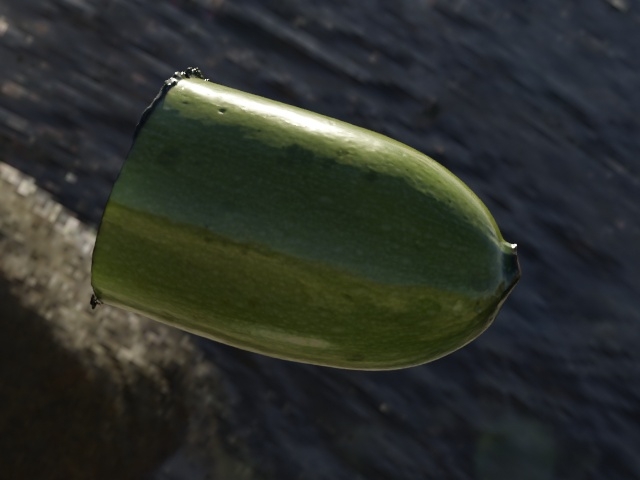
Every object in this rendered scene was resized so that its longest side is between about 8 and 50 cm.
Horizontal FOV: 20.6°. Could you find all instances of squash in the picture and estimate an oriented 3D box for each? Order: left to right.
[{"bbox_3d":[0.000,0.000,0.806,0.186,0.123,0.123,16,30,11],"label":"squash"}]
